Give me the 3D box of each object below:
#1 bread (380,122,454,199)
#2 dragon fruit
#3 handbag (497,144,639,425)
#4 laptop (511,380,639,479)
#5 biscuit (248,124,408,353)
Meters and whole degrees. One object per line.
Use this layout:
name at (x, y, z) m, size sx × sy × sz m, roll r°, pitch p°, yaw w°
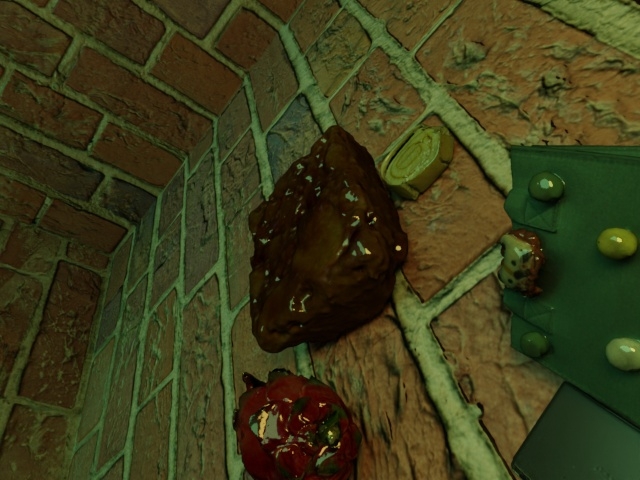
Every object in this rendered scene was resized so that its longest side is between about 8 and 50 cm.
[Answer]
bread at (0.190, -0.155, 0.907) m, size 0.156 × 0.064 × 0.117 m, roll -44°, pitch 41°, yaw 23°
dragon fruit at (-0.047, 0.312, 0.772) m, size 0.274 × 0.193 × 0.192 m, roll -18°, pitch 59°, yaw 62°
handbag at (0.295, 0.047, 0.448) m, size 0.274 × 0.100 × 0.268 m, roll 26°, pitch 131°, yaw 55°
laptop at (0.301, 0.251, 0.494) m, size 0.129 × 0.016 × 0.180 m, roll -59°, pitch 33°, yaw 4°
biscuit at (0.000, 0.000, 0.956) m, size 0.343 × 0.166 × 0.394 m, roll -40°, pitch 39°, yaw 29°
